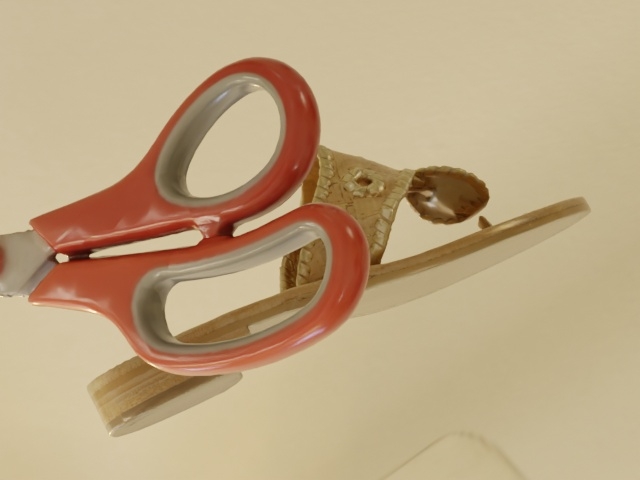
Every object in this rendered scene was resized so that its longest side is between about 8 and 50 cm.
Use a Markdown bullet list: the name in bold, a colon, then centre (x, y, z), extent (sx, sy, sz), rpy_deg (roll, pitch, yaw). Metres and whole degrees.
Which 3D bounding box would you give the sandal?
- **sandal**: centre (0.002, -0.002, 0.823), extent (0.240, 0.088, 0.079), rpy_deg (-24, -99, -20)

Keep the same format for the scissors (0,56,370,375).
- **scissors**: centre (-0.110, 0.017, 0.723), extent (0.297, 0.021, 0.109), rpy_deg (-18, -107, 31)
